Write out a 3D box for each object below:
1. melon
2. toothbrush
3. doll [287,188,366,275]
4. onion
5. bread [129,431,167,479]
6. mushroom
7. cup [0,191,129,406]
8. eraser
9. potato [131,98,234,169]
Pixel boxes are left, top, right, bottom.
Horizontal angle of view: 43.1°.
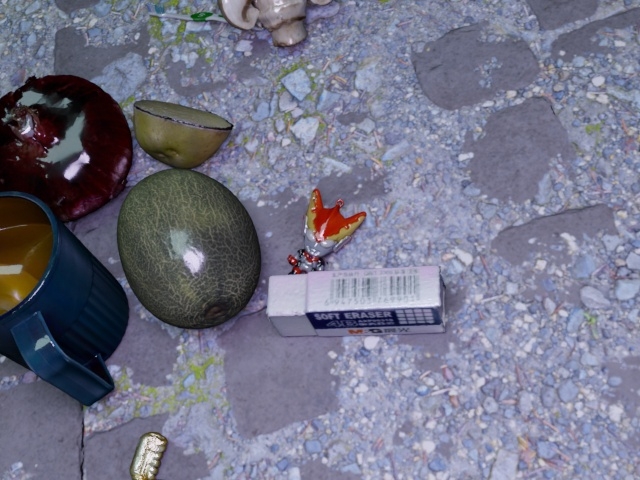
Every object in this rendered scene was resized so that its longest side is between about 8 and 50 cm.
[{"bbox_3d":[-0.230,0.008,1.411,0.237,0.237,0.301,-28,56,-2],"label":"melon"},{"bbox_3d":[-0.258,-0.498,1.818,0.304,0.030,0.030,15,67,18],"label":"toothbrush"},{"bbox_3d":[0.000,0.000,1.465,0.109,0.057,0.169,26,85,9],"label":"doll"},{"bbox_3d":[-0.522,-0.184,1.593,0.314,0.232,0.314,0,79,1],"label":"onion"},{"bbox_3d":[-0.287,0.363,1.352,0.049,0.033,0.088,11,69,4],"label":"bread"},{"bbox_3d":[-0.086,-0.523,1.714,0.254,0.195,0.189,-16,26,6],"label":"mushroom"},{"bbox_3d":[-0.466,0.102,1.390,0.308,0.292,0.242,21,69,23],"label":"cup"},{"bbox_3d":[0.062,0.102,1.351,0.287,0.130,0.086,-3,65,11],"label":"eraser"},{"bbox_3d":[-0.279,-0.201,1.607,0.202,0.182,0.117,15,104,3],"label":"potato"}]
